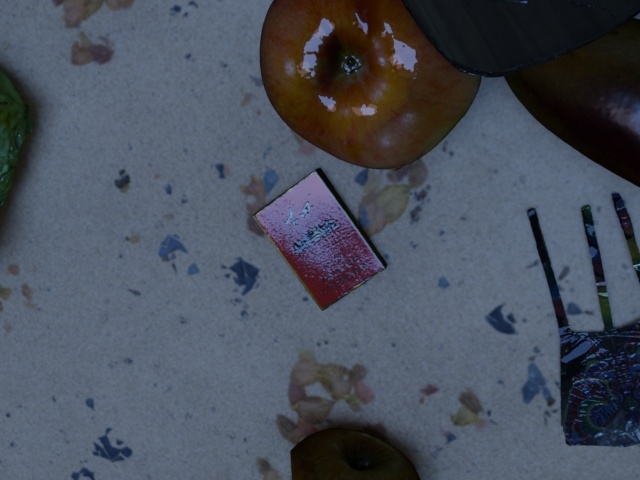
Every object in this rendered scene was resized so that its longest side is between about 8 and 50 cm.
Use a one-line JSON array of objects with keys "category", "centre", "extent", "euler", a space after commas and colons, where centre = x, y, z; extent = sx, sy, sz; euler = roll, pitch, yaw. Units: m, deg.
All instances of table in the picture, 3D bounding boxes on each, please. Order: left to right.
[{"category": "table", "centre": [0.186, -0.331, 0.548], "extent": [0.317, 0.249, 0.317], "euler": [-2, 69, 6]}]

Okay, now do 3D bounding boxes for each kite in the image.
[{"category": "kite", "centre": [0.299, 0.089, 0.825], "extent": [0.152, 0.015, 0.285], "euler": [-17, 100, 15]}]

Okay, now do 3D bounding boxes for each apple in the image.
[{"category": "apple", "centre": [0.031, 0.297, 0.867], "extent": [0.163, 0.146, 0.147], "euler": [18, 111, 4]}, {"category": "apple", "centre": [0.046, -0.166, 0.734], "extent": [0.209, 0.164, 0.209], "euler": [4, 106, 13]}]

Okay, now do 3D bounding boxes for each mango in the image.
[{"category": "mango", "centre": [0.278, -0.134, 0.716], "extent": [0.267, 0.111, 0.133], "euler": [40, 108, 18]}]

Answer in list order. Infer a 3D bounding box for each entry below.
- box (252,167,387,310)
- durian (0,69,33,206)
[{"category": "box", "centre": [0.000, 0.000, 0.860], "extent": [0.090, 0.023, 0.133], "euler": [-33, 96, 15]}, {"category": "durian", "centre": [-0.455, -0.110, 0.834], "extent": [0.256, 0.204, 0.339], "euler": [18, 108, -6]}]
